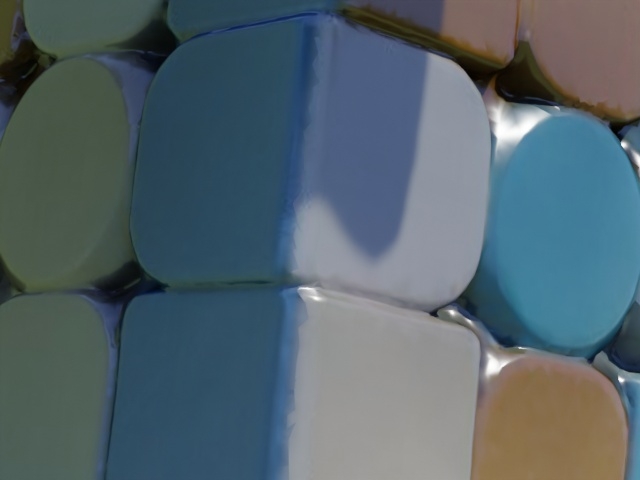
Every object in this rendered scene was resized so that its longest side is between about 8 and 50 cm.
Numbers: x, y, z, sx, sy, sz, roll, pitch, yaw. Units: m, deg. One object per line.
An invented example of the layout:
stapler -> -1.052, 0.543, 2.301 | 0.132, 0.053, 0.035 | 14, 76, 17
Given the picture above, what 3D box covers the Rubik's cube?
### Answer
Rubik's cube -> 0.000, 0.000, 0.972 | 0.346, 0.344, 0.347 | 16, -14, -42
